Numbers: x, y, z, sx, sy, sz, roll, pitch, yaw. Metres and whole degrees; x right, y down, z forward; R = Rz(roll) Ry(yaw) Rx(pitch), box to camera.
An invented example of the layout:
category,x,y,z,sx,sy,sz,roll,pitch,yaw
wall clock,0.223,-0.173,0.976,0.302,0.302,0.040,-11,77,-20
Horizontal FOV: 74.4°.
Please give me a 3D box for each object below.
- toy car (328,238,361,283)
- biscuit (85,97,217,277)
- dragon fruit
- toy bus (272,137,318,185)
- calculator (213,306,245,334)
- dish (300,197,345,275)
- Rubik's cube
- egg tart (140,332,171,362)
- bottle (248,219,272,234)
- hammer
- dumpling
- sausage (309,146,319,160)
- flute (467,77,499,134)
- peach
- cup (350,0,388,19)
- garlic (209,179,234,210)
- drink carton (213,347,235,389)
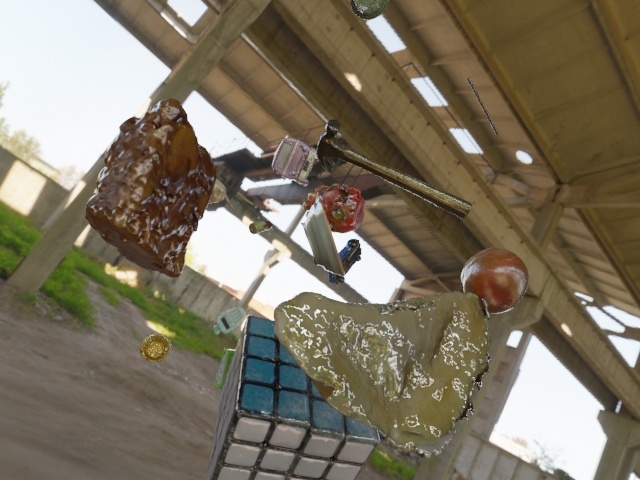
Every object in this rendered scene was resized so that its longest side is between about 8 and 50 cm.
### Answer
category,x,y,z,sx,sy,sz,roll,pitch,yaw
toy car,0.093,0.082,1.684,0.063,0.216,0.103,20,-35,35
biscuit,-0.447,-0.133,1.154,0.166,0.394,0.342,7,-27,13
dragon fruit,0.059,-0.157,2.047,0.291,0.250,0.269,15,13,19
toy bus,-0.088,-0.285,1.522,0.142,0.141,0.202,22,6,-3
calculator,-0.391,0.346,1.810,0.095,0.153,0.021,49,-7,35
dish,0.000,0.000,1.332,0.260,0.085,0.260,-17,90,-89
Rubik's cube,-0.083,0.451,1.093,0.337,0.343,0.344,15,26,-14
egg tart,-0.712,0.465,1.821,0.129,0.128,0.049,35,-12,-15
bottle,-0.227,-0.053,1.635,0.063,0.047,0.101,19,22,34
hammer,0.195,-0.168,1.114,0.440,0.044,0.168,24,-28,-2
dumpling,0.084,0.138,0.460,0.332,0.166,0.086,6,-16,-38
sausage,-0.008,-0.330,1.636,0.147,0.030,0.035,41,-14,40
flute,0.615,-0.504,1.592,0.269,0.014,0.014,47,-21,-29
peach,0.659,0.147,1.592,0.252,0.252,0.252,29,-15,8
cup,0.140,-0.737,1.270,0.120,0.120,0.141,31,26,1
garlic,-0.397,-0.162,1.447,0.198,0.128,0.090,-2,6,-7
drink carton,-0.313,0.500,1.611,0.108,0.161,0.271,23,-22,-21
